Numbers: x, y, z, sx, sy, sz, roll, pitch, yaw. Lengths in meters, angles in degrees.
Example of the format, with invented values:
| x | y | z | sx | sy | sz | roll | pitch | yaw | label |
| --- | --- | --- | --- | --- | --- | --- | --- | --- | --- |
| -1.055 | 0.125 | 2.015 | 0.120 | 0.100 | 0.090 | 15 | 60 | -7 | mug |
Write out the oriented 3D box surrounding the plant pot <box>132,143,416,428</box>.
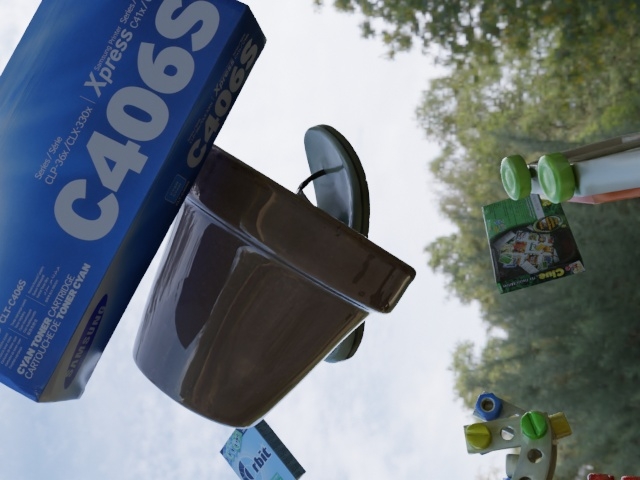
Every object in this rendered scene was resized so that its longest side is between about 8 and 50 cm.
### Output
| x | y | z | sx | sy | sz | roll | pitch | yaw | label |
| --- | --- | --- | --- | --- | --- | --- | --- | --- | --- |
| -0.071 | 0.056 | 0.765 | 0.229 | 0.263 | 0.263 | -57 | -35 | 1 | plant pot |

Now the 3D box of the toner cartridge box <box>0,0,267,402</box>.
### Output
| x | y | z | sx | sy | sz | roll | pitch | yaw | label |
| --- | --- | --- | --- | --- | --- | --- | --- | --- | --- |
| -0.198 | -0.060 | 0.622 | 0.347 | 0.165 | 0.075 | -64 | -12 | -4 | toner cartridge box |

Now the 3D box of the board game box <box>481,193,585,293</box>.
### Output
| x | y | z | sx | sy | sz | roll | pitch | yaw | label |
| --- | --- | --- | --- | --- | --- | --- | --- | --- | --- |
| 0.350 | -0.008 | 1.268 | 0.030 | 0.136 | 0.259 | 62 | -161 | -25 | board game box |

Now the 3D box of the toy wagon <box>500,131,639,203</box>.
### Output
| x | y | z | sx | sy | sz | roll | pitch | yaw | label |
| --- | --- | --- | --- | --- | --- | --- | --- | --- | --- |
| 0.374 | -0.097 | 0.857 | 0.344 | 0.267 | 0.068 | -138 | 33 | -82 | toy wagon |

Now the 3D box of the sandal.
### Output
| x | y | z | sx | sy | sz | roll | pitch | yaw | label |
| --- | --- | --- | --- | --- | --- | --- | --- | --- | --- |
| 0.001 | 0.001 | 0.936 | 0.086 | 0.120 | 0.302 | 1 | -97 | -24 | sandal |

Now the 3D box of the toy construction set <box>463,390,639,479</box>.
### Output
| x | y | z | sx | sy | sz | roll | pitch | yaw | label |
| --- | --- | --- | --- | --- | --- | --- | --- | --- | --- |
| 0.325 | 0.273 | 0.850 | 0.151 | 0.328 | 0.214 | 35 | -126 | -47 | toy construction set |

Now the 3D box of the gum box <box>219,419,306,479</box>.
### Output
| x | y | z | sx | sy | sz | roll | pitch | yaw | label |
| --- | --- | --- | --- | --- | --- | --- | --- | --- | --- |
| -0.135 | 0.504 | 1.722 | 0.041 | 0.184 | 0.157 | -17 | -32 | -49 | gum box |
